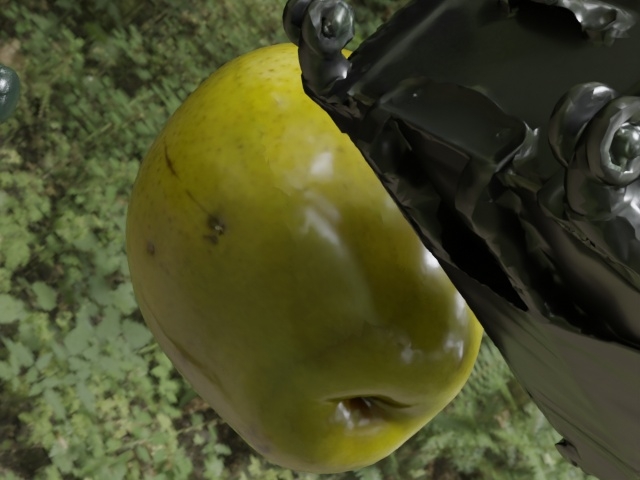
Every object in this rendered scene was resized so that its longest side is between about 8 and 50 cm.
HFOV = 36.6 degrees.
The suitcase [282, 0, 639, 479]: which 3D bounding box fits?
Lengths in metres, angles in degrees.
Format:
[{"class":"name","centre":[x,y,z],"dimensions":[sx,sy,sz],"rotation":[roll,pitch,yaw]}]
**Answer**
[{"class":"suitcase","centre":[0.185,0.007,0.573],"dimensions":[0.283,0.194,0.434],"rotation":[37,-13,51]}]

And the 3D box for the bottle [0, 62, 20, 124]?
[{"class":"bottle","centre":[-0.534,-0.234,1.280],"dimensions":[0.271,0.143,0.156],"rotation":[19,8,1]}]

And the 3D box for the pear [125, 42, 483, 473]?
[{"class":"pear","centre":[0.000,0.000,0.928],"dimensions":[0.362,0.362,0.418],"rotation":[31,34,-40]}]
